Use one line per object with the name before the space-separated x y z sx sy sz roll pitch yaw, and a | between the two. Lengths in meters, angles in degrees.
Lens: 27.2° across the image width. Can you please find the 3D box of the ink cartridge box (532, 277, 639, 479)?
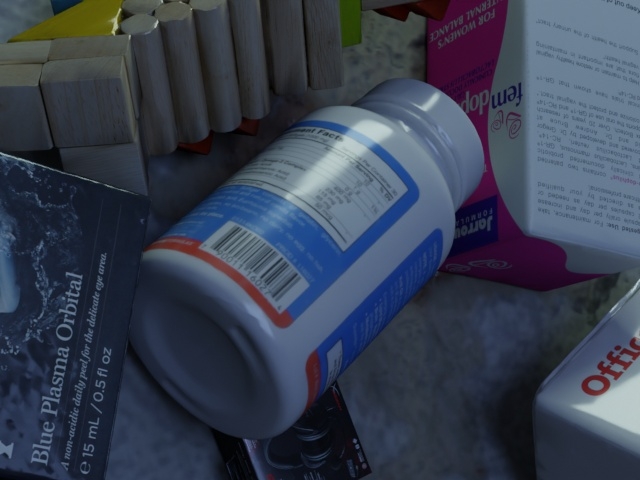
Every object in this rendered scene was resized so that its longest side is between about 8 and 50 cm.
ink cartridge box | 0.300 0.135 0.824 0.201 0.278 0.117 -38 137 -34

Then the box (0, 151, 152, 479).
box | -0.181 0.039 0.650 0.158 0.093 0.156 17 69 -27

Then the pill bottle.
pill bottle | 0.000 0.000 0.757 0.221 0.124 0.124 -43 102 -37

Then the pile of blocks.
pile of blocks | -0.051 -0.129 0.789 0.362 0.149 0.112 -30 137 -26

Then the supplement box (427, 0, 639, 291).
supplement box | 0.145 -0.087 0.884 0.114 0.111 0.220 10 72 -30

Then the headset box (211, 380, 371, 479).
headset box | -0.019 0.124 0.769 0.083 0.032 0.062 -20 89 -37
